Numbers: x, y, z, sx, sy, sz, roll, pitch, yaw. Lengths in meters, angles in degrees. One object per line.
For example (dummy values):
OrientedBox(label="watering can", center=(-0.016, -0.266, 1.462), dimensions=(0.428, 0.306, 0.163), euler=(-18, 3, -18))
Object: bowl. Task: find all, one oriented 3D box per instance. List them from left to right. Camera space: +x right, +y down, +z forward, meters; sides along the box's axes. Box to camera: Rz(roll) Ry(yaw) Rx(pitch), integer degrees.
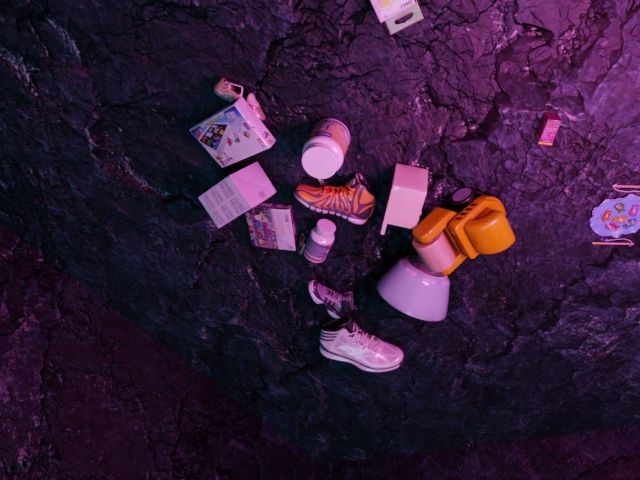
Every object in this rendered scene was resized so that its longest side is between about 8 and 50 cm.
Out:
OrientedBox(label="bowl", center=(0.403, 0.173, 1.811), dimensions=(0.311, 0.312, 0.163), euler=(21, 111, -1))

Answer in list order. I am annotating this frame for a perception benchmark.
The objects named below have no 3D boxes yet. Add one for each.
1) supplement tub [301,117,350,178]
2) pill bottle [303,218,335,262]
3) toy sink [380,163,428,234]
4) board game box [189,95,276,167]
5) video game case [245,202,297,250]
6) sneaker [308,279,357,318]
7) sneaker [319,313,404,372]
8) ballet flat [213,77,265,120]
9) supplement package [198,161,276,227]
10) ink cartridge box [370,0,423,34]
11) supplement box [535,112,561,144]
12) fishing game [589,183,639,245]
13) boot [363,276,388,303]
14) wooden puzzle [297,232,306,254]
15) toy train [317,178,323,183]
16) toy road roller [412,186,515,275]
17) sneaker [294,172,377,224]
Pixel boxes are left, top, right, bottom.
OrientedBox(label="supplement tub", center=(0.019, -0.318, 1.530), dimensions=(0.144, 0.200, 0.145), euler=(8, 132, 9))
OrientedBox(label="pill bottle", center=(0.000, 0.000, 1.879), dimensions=(0.107, 0.108, 0.180), euler=(21, 133, -2))
OrientedBox(label="toy sink", center=(0.312, -0.137, 1.634), dimensions=(0.131, 0.153, 0.234), euler=(13, 132, 5))
OrientedBox(label="board game box", center=(-0.329, -0.387, 1.624), dimensions=(0.305, 0.053, 0.193), euler=(-9, 130, 43))
OrientedBox(label="video game case", center=(-0.215, -0.061, 1.935), dimensions=(0.210, 0.042, 0.232), euler=(5, 131, 13))
OrientedBox(label="sneaker", center=(0.068, 0.264, 2.100), dimensions=(0.153, 0.101, 0.269), euler=(-21, 127, 30))
OrientedBox(label="sneaker", center=(0.202, 0.514, 2.227), dimensions=(0.446, 0.169, 0.258), euler=(8, 134, 14))
OrientedBox(label="ballet flat", center=(-0.275, -0.501, 1.554), dimensions=(0.206, 0.073, 0.067), euler=(29, 118, -13))
OrientedBox(label="supplement package", center=(-0.325, -0.180, 1.741), dimensions=(0.203, 0.194, 0.149), euler=(-26, 100, 34))
OrientedBox(label="ink cartridge box", center=(0.199, -0.692, 1.241), dimensions=(0.108, 0.062, 0.209), euler=(-17, 124, 28))
OrientedBox(label="supplement box", center=(0.715, -0.351, 1.387), dimensions=(0.043, 0.055, 0.083), euler=(9, 133, 8))
OrientedBox(label="fishing game", center=(1.043, -0.079, 1.536), dimensions=(0.188, 0.041, 0.264), euler=(4, 131, 10))
OrientedBox(label="boot", center=(0.336, 0.238, 1.973), dimensions=(0.228, 0.263, 0.091), euler=(8, 101, -27))
OrientedBox(label="wooden puzzle", center=(-0.084, 0.014, 1.943), dimensions=(0.014, 0.079, 0.116), euler=(7, 128, -17))
OrientedBox(label="toy train", center=(-0.012, -0.254, 1.716), dimensions=(0.017, 0.024, 0.083), euler=(-16, 124, 28))
OrientedBox(label="toy road roller", center=(0.515, -0.020, 1.554), dimensions=(0.329, 0.240, 0.203), euler=(-41, 117, -6))
OrientedBox(label="sneaker", center=(0.070, -0.191, 1.691), dimensions=(0.320, 0.125, 0.180), euler=(15, 129, -16))
